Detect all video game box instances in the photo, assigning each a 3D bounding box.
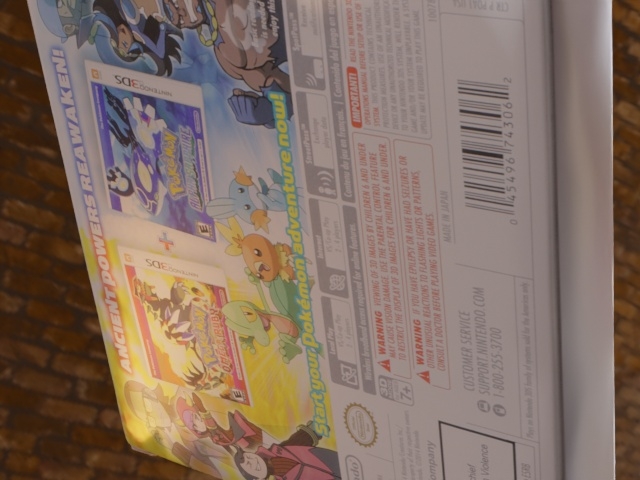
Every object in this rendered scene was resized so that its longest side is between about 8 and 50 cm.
[{"bbox_3d":[0.000,0.000,0.408,0.048,0.187,0.205,-39,-48,-46],"label":"video game box"}]
